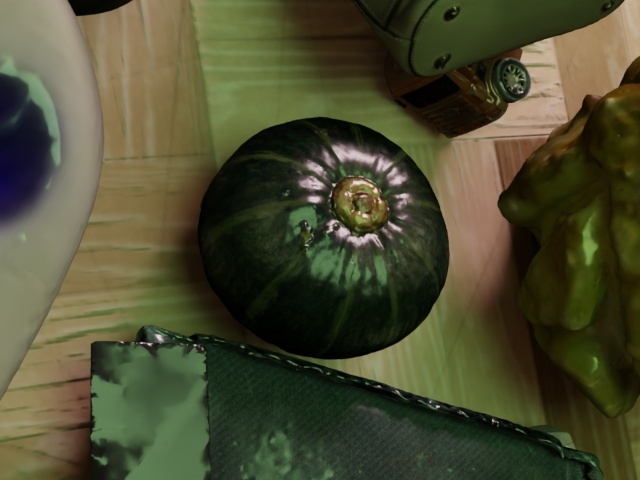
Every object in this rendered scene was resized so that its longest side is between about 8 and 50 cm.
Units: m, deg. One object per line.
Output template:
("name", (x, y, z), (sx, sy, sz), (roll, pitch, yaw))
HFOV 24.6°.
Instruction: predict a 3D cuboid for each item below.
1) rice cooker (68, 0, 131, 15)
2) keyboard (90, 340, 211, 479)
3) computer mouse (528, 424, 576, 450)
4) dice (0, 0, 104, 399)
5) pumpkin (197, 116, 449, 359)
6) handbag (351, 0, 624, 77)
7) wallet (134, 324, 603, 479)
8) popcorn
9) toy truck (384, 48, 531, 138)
("rice cooker", (-0.158, -0.283, 0.836), (0.317, 0.264, 0.316), (7, 58, -11))
("keyboard", (-0.099, 0.156, 0.859), (0.074, 0.015, 0.196), (4, 74, -26))
("computer mouse", (0.173, 0.234, 1.068), (0.102, 0.045, 0.199), (-19, 88, -33))
("dice", (-0.288, -0.009, 0.658), (0.277, 0.304, 0.304), (38, 61, -21))
("pumpkin", (0.001, -0.002, 0.957), (0.167, 0.125, 0.167), (5, 77, -25))
("handbag", (0.073, -0.266, 1.044), (0.241, 0.109, 0.315), (-19, 57, -20))
("wallet", (0.017, 0.207, 0.944), (0.342, 0.075, 0.237), (17, 72, -20))
("popcorn", (0.270, -0.016, 1.068), (0.282, 0.282, 0.247), (-35, 97, -34))
("toy truck", (0.112, -0.178, 1.096), (0.092, 0.083, 0.192), (28, 64, -26))
